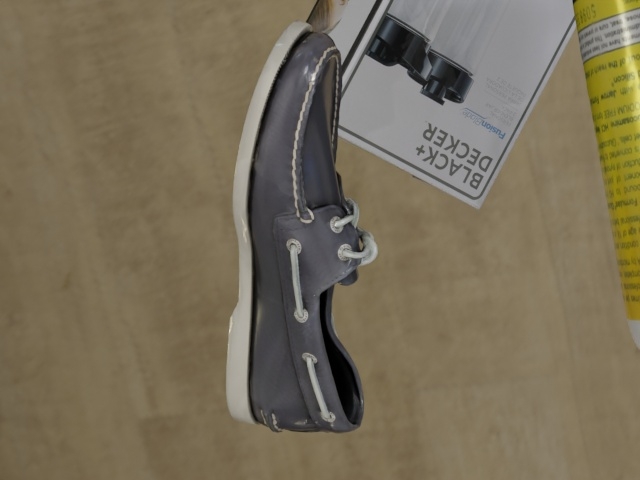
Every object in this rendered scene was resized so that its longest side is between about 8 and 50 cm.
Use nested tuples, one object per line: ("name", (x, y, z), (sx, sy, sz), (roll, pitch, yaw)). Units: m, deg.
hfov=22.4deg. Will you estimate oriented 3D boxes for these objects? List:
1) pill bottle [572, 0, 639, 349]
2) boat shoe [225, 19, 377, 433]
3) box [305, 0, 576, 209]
("pill bottle", (0.258, -0.033, 0.930), (0.188, 0.188, 0.333), (-9, 89, 19))
("boat shoe", (0.000, 0.000, 0.740), (0.065, 0.075, 0.206), (15, 119, 17))
("box", (0.106, -0.188, 1.192), (0.169, 0.087, 0.290), (27, 93, -34))
